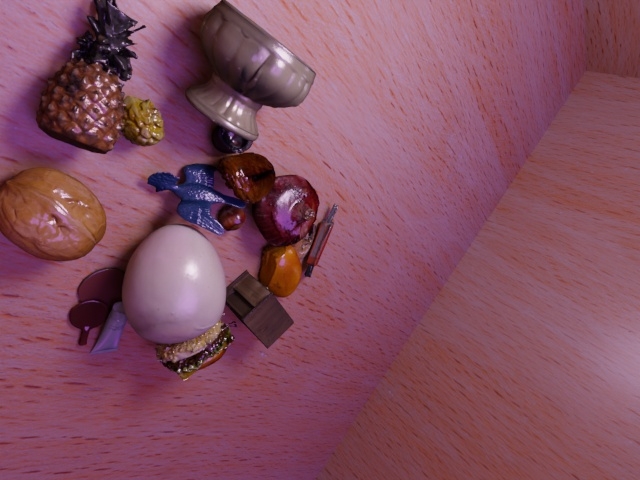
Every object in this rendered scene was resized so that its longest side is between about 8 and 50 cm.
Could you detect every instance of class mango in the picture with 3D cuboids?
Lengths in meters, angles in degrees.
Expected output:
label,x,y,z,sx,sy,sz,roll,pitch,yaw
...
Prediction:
label,x,y,z,sx,sy,sz,roll,pitch,yaw
mango,-0.148,0.120,1.545,0.154,0.126,0.252,-19,129,-22

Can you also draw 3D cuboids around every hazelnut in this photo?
label,x,y,z,sx,sy,sz,roll,pitch,yaw
hazelnut,-0.284,-0.073,1.322,0.086,0.086,0.086,-25,131,-33

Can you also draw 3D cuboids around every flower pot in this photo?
label,x,y,z,sx,sy,sz,roll,pitch,yaw
flower pot,-0.190,-0.413,1.049,0.244,0.307,0.308,-50,143,16

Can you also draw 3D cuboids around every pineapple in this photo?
label,x,y,z,sx,sy,sz,roll,pitch,yaw
pineapple,-0.479,-0.367,0.887,0.169,0.169,0.340,19,89,-50

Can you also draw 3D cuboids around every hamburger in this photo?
label,x,y,z,sx,sy,sz,roll,pitch,yaw
hamburger,-0.407,0.319,1.332,0.262,0.243,0.138,-32,115,-34

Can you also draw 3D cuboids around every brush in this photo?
label,x,y,z,sx,sy,sz,roll,pitch,yaw
brush,-0.001,0.000,1.659,0.323,0.051,0.070,-67,171,12

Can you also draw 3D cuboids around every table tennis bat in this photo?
label,x,y,z,sx,sy,sz,roll,pitch,yaw
table tennis bat,-0.595,0.174,1.210,0.138,0.022,0.246,-40,136,-14
table tennis bat,-0.663,0.234,1.170,0.098,0.019,0.154,7,113,-40

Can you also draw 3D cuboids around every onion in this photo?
label,x,y,z,sx,sy,sz,roll,pitch,yaw
onion,-0.102,-0.097,1.376,0.252,0.219,0.251,-19,119,-40

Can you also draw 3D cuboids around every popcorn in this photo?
label,x,y,z,sx,sy,sz,roll,pitch,yaw
popcorn,-0.432,-0.289,1.002,0.116,0.121,0.106,-63,174,17

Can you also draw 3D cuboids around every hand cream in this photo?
label,x,y,z,sx,sy,sz,roll,pitch,yaw
hand cream,-0.616,0.267,1.216,0.078,0.050,0.204,1,130,-47

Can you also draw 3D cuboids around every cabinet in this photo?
label,x,y,z,sx,sy,sz,roll,pitch,yaw
cabinet,-0.230,0.249,1.507,0.148,0.175,0.215,-43,138,-16

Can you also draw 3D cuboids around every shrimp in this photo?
label,x,y,z,sx,sy,sz,roll,pitch,yaw
shrimp,-0.062,-0.034,1.598,0.144,0.052,0.250,-22,136,-49

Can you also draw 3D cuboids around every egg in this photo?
label,x,y,z,sx,sy,sz,roll,pitch,yaw
egg,-0.410,0.123,1.163,0.283,0.283,0.344,-8,104,-43

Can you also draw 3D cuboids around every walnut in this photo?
label,x,y,z,sx,sy,sz,roll,pitch,yaw
walnut,-0.605,-0.055,0.927,0.193,0.193,0.225,-51,137,-7

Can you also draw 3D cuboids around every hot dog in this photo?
label,x,y,z,sx,sy,sz,roll,pitch,yaw
hot dog,-0.218,-0.194,1.213,0.099,0.160,0.227,-39,177,21

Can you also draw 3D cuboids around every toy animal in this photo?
label,x,y,z,sx,sy,sz,roll,pitch,yaw
toy animal,-0.343,-0.125,1.159,0.256,0.239,0.176,-2,155,-10

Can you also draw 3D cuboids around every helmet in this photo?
label,x,y,z,sx,sy,sz,roll,pitch,yaw
helmet,-0.263,-0.296,1.192,0.123,0.071,0.098,-19,98,-53
